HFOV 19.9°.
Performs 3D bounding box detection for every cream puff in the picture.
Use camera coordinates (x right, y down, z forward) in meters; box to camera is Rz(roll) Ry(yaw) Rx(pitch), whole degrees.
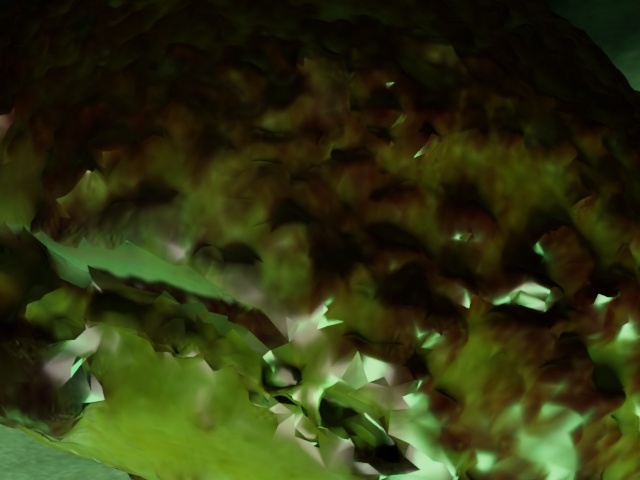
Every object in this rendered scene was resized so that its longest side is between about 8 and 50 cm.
[{"bbox_3d":[0.000,-0.001,0.689,0.350,0.229,0.350,18,172,3],"label":"cream puff"}]
